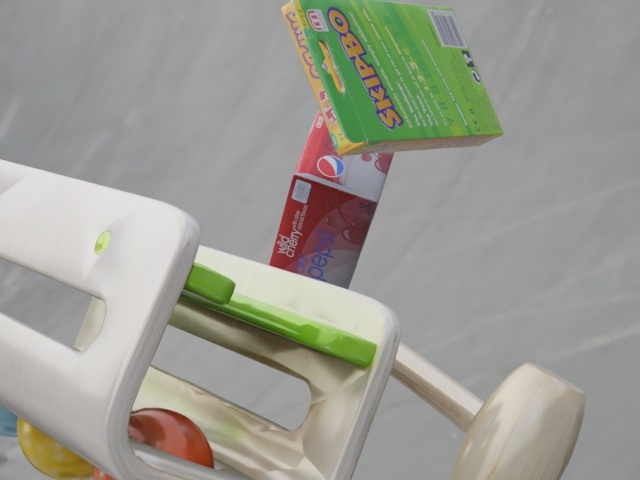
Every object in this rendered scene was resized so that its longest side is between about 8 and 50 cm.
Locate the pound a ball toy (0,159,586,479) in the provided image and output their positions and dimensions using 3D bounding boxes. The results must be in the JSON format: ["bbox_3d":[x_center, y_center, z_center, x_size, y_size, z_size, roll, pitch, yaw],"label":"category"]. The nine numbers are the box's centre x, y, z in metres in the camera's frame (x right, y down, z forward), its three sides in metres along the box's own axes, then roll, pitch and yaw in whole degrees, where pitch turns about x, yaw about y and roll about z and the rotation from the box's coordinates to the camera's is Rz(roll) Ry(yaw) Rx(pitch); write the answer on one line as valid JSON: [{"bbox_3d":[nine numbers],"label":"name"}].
[{"bbox_3d":[-0.060,0.069,0.697,0.319,0.208,0.136,16,82,54],"label":"pound a ball toy"}]

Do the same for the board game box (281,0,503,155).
[{"bbox_3d":[0.059,-0.132,1.153,0.039,0.124,0.259,-26,-9,29],"label":"board game box"}]

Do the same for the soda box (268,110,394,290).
[{"bbox_3d":[0.000,0.000,1.404,0.083,0.263,0.092,19,50,0],"label":"soda box"}]
